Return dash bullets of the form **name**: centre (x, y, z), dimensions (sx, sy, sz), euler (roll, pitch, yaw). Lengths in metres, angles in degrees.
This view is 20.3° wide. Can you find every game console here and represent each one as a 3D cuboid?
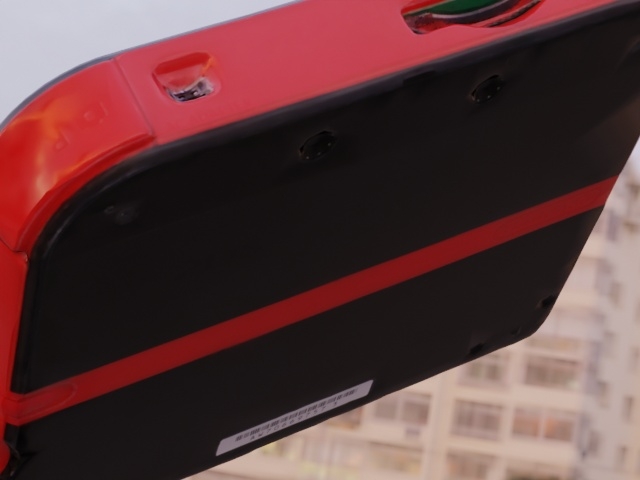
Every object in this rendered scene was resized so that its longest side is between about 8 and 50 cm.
- **game console**: centre (0.000, 0.000, 0.922), dimensions (0.387, 0.060, 0.342), euler (-19, -29, -25)
